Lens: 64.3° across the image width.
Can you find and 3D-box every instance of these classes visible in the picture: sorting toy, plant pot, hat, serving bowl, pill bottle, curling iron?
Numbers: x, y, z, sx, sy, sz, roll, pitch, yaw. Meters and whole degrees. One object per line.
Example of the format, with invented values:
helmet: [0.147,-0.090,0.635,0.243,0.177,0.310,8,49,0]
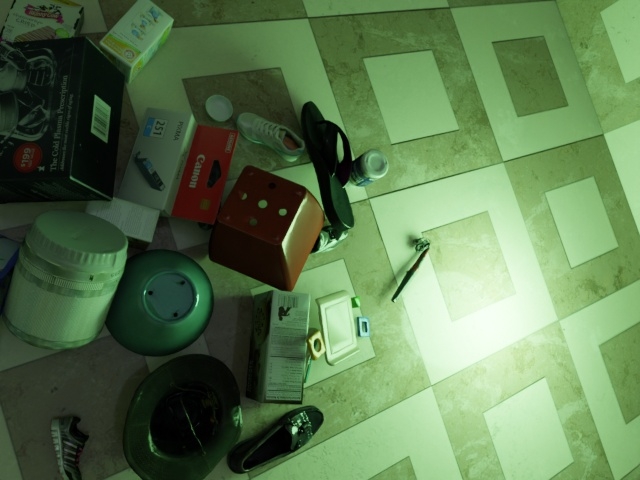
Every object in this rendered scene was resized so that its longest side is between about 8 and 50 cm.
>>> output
sorting toy: [0.042,0.256,1.514,0.347,0.047,0.196,-8,86,-58]
plant pot: [-0.149,-0.052,1.395,0.267,0.236,0.267,22,69,6]
hat: [-0.366,0.452,1.300,0.331,0.134,0.331,14,69,-41]
plant pot: [-0.401,0.153,1.309,0.290,0.195,0.290,5,78,-25]
serving bowl: [-0.312,-0.401,1.555,0.083,0.027,0.083,5,78,-25]
pill bottle: [0.139,-0.225,1.650,0.094,0.169,0.094,5,77,-23]
curling iron: [0.304,0.098,1.739,0.068,0.035,0.274,36,66,-10]

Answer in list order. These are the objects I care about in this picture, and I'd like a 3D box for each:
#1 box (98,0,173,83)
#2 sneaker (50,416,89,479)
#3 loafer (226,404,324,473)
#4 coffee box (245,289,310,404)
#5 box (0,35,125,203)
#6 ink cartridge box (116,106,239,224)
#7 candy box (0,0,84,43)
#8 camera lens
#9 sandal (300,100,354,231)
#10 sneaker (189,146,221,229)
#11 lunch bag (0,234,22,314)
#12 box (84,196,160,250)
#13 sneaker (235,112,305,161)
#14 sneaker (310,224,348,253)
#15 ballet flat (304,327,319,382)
box: [-0.524,-0.565,1.440,0.103,0.114,0.203,36,67,-16]
sneaker: [-0.592,0.502,1.223,0.075,0.063,0.170,-16,82,-21]
loafer: [-0.109,0.562,1.418,0.302,0.095,0.109,-21,89,-27]
coffee box: [-0.121,0.298,1.426,0.119,0.168,0.297,9,77,-23]
box: [-0.666,-0.274,1.207,0.312,0.179,0.343,-2,78,8]
ink cartridge box: [-0.388,-0.209,1.402,0.261,0.066,0.296,10,74,6]
candy box: [-0.746,-0.545,1.358,0.159,0.071,0.233,16,73,-21]
camera lens: [-0.586,0.094,1.173,0.219,0.219,0.274,19,109,-21]
sandal: [0.049,-0.246,1.594,0.167,0.107,0.446,16,55,-59]
sneaker: [-0.335,-0.160,1.474,0.106,0.101,0.267,6,75,-4]
lunch bag: [-0.868,0.113,1.087,0.328,0.239,0.385,24,55,-19]
box: [-0.522,-0.047,1.329,0.170,0.130,0.091,17,73,-20]
sneaker: [-0.152,-0.334,1.581,0.228,0.092,0.087,26,72,-17]
sneaker: [0.000,0.000,1.576,0.234,0.106,0.078,-17,88,-27]
ballet flat: [-0.045,0.342,1.526,0.052,0.057,0.168,14,68,7]
